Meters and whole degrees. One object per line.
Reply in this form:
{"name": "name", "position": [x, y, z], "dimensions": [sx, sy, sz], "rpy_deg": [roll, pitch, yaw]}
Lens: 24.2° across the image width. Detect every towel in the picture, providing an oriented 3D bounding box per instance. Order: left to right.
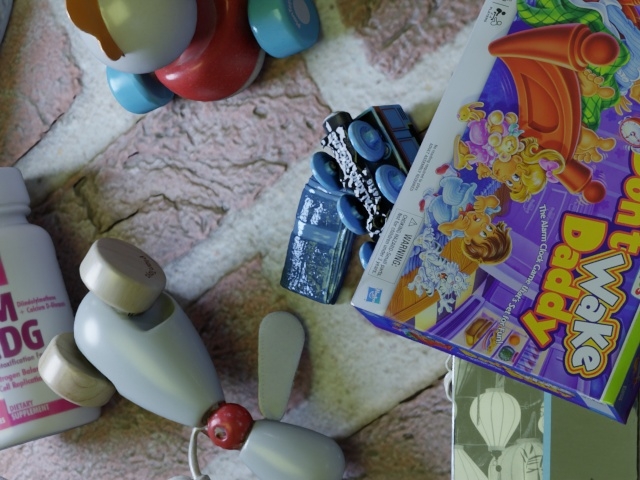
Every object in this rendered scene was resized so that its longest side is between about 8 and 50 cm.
{"name": "towel", "position": [0.000, 0.000, 1.457], "dimensions": [0.067, 0.029, 0.119], "rpy_deg": [21, 104, 27]}

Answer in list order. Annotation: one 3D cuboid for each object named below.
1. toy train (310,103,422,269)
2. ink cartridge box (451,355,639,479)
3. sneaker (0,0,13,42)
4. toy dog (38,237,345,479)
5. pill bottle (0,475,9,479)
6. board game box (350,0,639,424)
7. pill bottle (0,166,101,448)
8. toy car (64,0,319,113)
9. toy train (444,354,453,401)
{"name": "toy train", "position": [0.066, -0.040, 1.373], "dimensions": [0.080, 0.105, 0.184], "rpy_deg": [-37, 76, 35]}
{"name": "ink cartridge box", "position": [0.198, 0.098, 1.291], "dimensions": [0.165, 0.065, 0.333], "rpy_deg": [-1, 87, 18]}
{"name": "sneaker", "position": [-0.447, -0.164, 1.637], "dimensions": [0.127, 0.126, 0.321], "rpy_deg": [23, 94, 21]}
{"name": "toy dog", "position": [-0.122, 0.135, 1.492], "dimensions": [0.220, 0.161, 0.334], "rpy_deg": [-36, 92, 23]}
{"name": "pill bottle", "position": [-0.291, 0.330, 1.598], "dimensions": [0.193, 0.108, 0.108], "rpy_deg": [24, 105, 25]}
{"name": "board game box", "position": [0.205, -0.055, 1.233], "dimensions": [0.233, 0.078, 0.347], "rpy_deg": [20, 80, 23]}
{"name": "pill bottle", "position": [-0.345, 0.076, 1.577], "dimensions": [0.160, 0.160, 0.283], "rpy_deg": [-20, 84, 29]}
{"name": "toy car", "position": [-0.162, -0.236, 1.407], "dimensions": [0.219, 0.238, 0.210], "rpy_deg": [-17, 86, 28]}
{"name": "toy train", "position": [0.178, 0.104, 1.358], "dimensions": [0.166, 0.046, 0.125], "rpy_deg": [-5, 92, 29]}
